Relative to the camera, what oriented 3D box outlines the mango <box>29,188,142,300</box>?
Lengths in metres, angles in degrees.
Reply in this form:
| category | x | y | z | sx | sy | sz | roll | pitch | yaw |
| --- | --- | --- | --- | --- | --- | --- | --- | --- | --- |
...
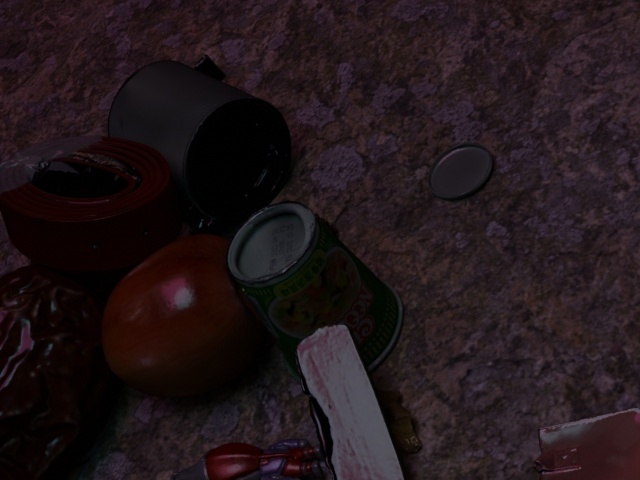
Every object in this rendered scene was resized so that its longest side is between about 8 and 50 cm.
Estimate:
| category | x | y | z | sx | sy | sz | roll | pitch | yaw |
| --- | --- | --- | --- | --- | --- | --- | --- | --- | --- |
| mango | -0.385 | 0.038 | 2.172 | 0.236 | 0.166 | 0.136 | -24 | 55 | -5 |

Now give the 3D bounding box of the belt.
| category | x | y | z | sx | sy | sz | roll | pitch | yaw |
| --- | --- | --- | --- | --- | --- | --- | --- | --- | --- |
| belt | -0.383 | -0.063 | 2.040 | 0.324 | 0.115 | 0.227 | 7 | 41 | 20 |

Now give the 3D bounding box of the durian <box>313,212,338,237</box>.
| category | x | y | z | sx | sy | sz | roll | pitch | yaw |
| --- | --- | --- | --- | --- | --- | --- | --- | --- | --- |
| durian | -0.008 | -0.004 | 2.036 | 0.066 | 0.052 | 0.130 | -31 | 43 | 11 |

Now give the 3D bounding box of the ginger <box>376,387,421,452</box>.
| category | x | y | z | sx | sy | sz | roll | pitch | yaw |
| --- | --- | --- | --- | --- | --- | --- | --- | --- | --- |
| ginger | 0.094 | 0.240 | 1.763 | 0.057 | 0.044 | 0.137 | -55 | 40 | 9 |

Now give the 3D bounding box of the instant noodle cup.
| category | x | y | z | sx | sy | sz | roll | pitch | yaw |
| --- | --- | --- | --- | --- | --- | --- | --- | --- | --- |
| instant noodle cup | -0.022 | 0.069 | 1.847 | 0.207 | 0.233 | 0.207 | -20 | 45 | 21 |

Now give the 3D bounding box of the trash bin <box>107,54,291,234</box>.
| category | x | y | z | sx | sy | sz | roll | pitch | yaw |
| --- | --- | --- | --- | --- | --- | --- | --- | --- | --- |
| trash bin | -0.210 | -0.176 | 2.201 | 0.262 | 0.217 | 0.277 | 28 | 79 | 46 |

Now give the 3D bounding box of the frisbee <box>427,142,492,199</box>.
| category | x | y | z | sx | sy | sz | roll | pitch | yaw |
| --- | --- | --- | --- | --- | --- | --- | --- | --- | --- |
| frisbee | 0.219 | -0.108 | 2.000 | 0.110 | 0.014 | 0.110 | -18 | 47 | 21 |

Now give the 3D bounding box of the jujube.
| category | x | y | z | sx | sy | sz | roll | pitch | yaw |
| --- | --- | --- | --- | --- | --- | --- | --- | --- | --- |
| jujube | -0.474 | 0.229 | 1.993 | 0.276 | 0.276 | 0.377 | 13 | 59 | 41 |

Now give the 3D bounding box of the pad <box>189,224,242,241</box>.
| category | x | y | z | sx | sy | sz | roll | pitch | yaw |
| --- | --- | --- | --- | --- | --- | --- | --- | --- | --- |
| pad | -0.193 | 0.070 | 2.134 | 0.158 | 0.003 | 0.235 | -2 | 53 | 33 |

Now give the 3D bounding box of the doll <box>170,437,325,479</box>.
| category | x | y | z | sx | sy | sz | roll | pitch | yaw |
| --- | --- | --- | --- | --- | --- | --- | --- | --- | --- |
| doll | -0.107 | 0.323 | 1.800 | 0.227 | 0.075 | 0.102 | -12 | 33 | 13 |

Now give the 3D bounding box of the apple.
| category | x | y | z | sx | sy | sz | roll | pitch | yaw |
| --- | --- | --- | --- | --- | --- | --- | --- | --- | --- |
| apple | -0.213 | 0.115 | 1.938 | 0.241 | 0.242 | 0.242 | -23 | 44 | 18 |

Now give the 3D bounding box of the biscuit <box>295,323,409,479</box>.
| category | x | y | z | sx | sy | sz | roll | pitch | yaw |
| --- | --- | --- | --- | --- | --- | --- | --- | --- | --- |
| biscuit | 0.048 | 0.262 | 1.711 | 0.099 | 0.038 | 0.322 | -26 | 62 | 9 |

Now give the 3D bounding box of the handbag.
| category | x | y | z | sx | sy | sz | roll | pitch | yaw |
| --- | --- | --- | --- | --- | --- | --- | --- | --- | --- |
| handbag | 0.335 | 0.311 | 1.521 | 0.157 | 0.059 | 0.212 | -16 | 45 | 21 |
